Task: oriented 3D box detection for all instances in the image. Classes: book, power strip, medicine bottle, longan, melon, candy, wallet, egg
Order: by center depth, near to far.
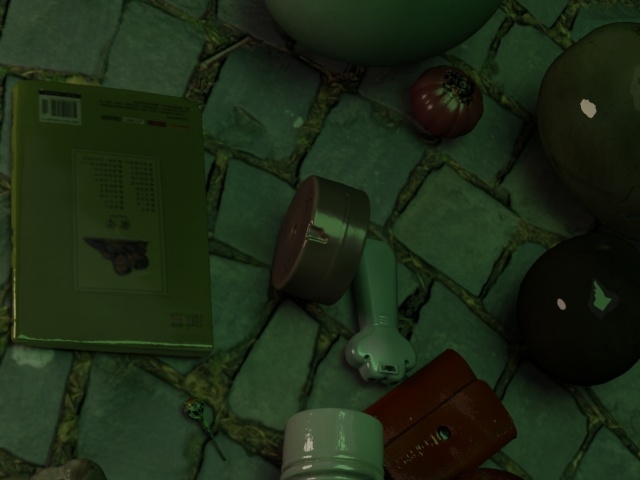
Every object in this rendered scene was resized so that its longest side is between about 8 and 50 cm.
[{"bbox_3d":[0.013,0.315,1.482,0.139,0.139,0.237,14,60,-19],"label":"medicine bottle"},{"bbox_3d":[-0.132,0.218,1.540,0.025,0.023,0.083,-25,87,-43],"label":"candy"},{"bbox_3d":[-0.253,-0.031,1.606,0.239,0.035,0.352,6,62,-22],"label":"book"},{"bbox_3d":[0.000,0.000,1.646,0.078,0.154,0.154,17,57,-14],"label":"power strip"},{"bbox_3d":[0.136,0.236,1.646,0.204,0.045,0.142,-31,80,-35],"label":"wallet"},{"bbox_3d":[0.346,0.089,1.743,0.198,0.198,0.212,26,43,-12],"label":"longan"},{"bbox_3d":[0.096,-0.377,1.821,0.388,0.276,0.276,-19,73,-30],"label":"egg"},{"bbox_3d":[0.458,-0.147,1.881,0.268,0.268,0.330,-38,89,-36],"label":"melon"}]

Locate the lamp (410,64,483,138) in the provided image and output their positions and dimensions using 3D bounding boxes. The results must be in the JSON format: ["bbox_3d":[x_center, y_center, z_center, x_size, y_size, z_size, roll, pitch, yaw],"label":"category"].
[{"bbox_3d":[0.177,-0.195,1.875,0.107,0.092,0.108,12,60,-21],"label":"lamp"}]

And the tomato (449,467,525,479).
[{"bbox_3d":[0.227,0.336,1.564,0.174,0.082,0.166,18,46,-66],"label":"tomato"}]

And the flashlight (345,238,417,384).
[{"bbox_3d":[0.070,0.089,1.695,0.093,0.047,0.200,9,57,-21],"label":"flashlight"}]

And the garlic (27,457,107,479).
[{"bbox_3d":[-0.261,0.309,1.374,0.147,0.102,0.159,-6,54,-14],"label":"garlic"}]
